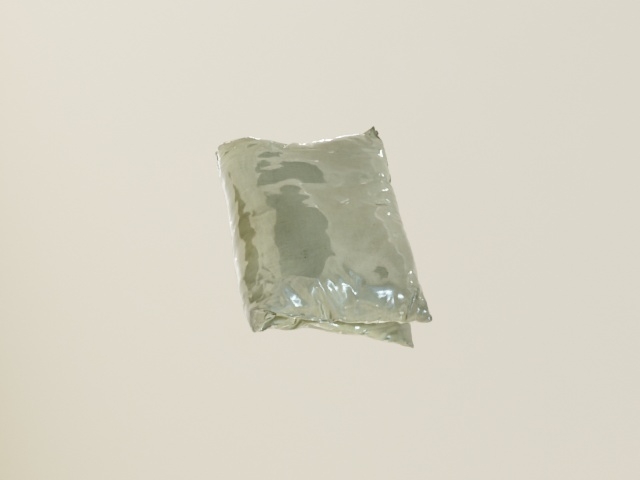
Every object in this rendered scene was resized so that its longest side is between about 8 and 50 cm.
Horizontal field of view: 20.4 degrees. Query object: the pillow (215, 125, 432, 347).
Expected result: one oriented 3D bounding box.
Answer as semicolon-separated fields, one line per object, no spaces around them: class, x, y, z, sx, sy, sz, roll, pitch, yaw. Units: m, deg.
pillow;0.000;0.000;1.273;0.078;0.134;0.181;114;-28;-43
